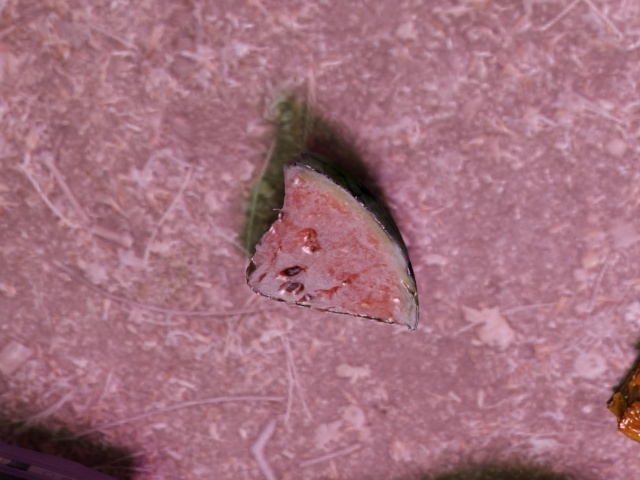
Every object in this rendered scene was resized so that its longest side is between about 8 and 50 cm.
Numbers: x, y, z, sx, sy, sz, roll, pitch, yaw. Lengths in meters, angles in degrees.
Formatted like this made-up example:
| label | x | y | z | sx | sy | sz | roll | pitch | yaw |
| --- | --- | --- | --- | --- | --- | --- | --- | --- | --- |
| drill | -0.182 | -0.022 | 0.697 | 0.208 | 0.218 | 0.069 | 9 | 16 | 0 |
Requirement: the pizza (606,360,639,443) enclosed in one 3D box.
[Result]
| label | x | y | z | sx | sy | sz | roll | pitch | yaw |
| --- | --- | --- | --- | --- | --- | --- | --- | --- | --- |
| pizza | 0.301 | 0.133 | 1.464 | 0.134 | 0.046 | 0.175 | -26 | 114 | 19 |

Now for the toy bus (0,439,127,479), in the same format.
| label | x | y | z | sx | sy | sz | roll | pitch | yaw |
| --- | --- | --- | --- | --- | --- | --- | --- | --- | --- |
| toy bus | -0.274 | 0.391 | 1.554 | 0.209 | 0.249 | 0.440 | 16 | 121 | 9 |

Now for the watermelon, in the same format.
| label | x | y | z | sx | sy | sz | roll | pitch | yaw |
| --- | --- | --- | --- | --- | --- | --- | --- | --- | --- |
| watermelon | 0.000 | 0.000 | 1.413 | 0.139 | 0.071 | 0.187 | -18 | 125 | 23 |
